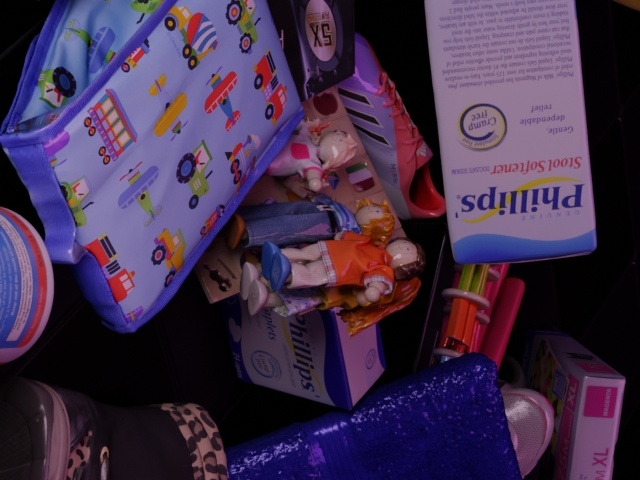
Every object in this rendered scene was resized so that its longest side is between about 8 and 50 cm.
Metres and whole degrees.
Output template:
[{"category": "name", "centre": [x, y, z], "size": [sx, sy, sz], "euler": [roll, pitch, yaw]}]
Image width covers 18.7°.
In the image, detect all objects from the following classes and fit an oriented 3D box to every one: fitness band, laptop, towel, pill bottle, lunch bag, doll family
[{"category": "fitness band", "centre": [0.192, 0.054, 2.249], "size": [0.209, 0.054, 0.291], "euler": [81, 25, -54]}, {"category": "laptop", "centre": [0.118, 0.107, 2.108], "size": [0.264, 0.136, 0.234], "euler": [20, 83, -56]}, {"category": "towel", "centre": [0.053, 0.250, 1.928], "size": [0.308, 0.076, 0.228], "euler": [-23, 132, -5]}, {"category": "pill bottle", "centre": [-0.300, 0.033, 1.367], "size": [0.221, 0.124, 0.124], "euler": [2, 98, -61]}, {"category": "lunch bag", "centre": [-0.143, -0.086, 1.550], "size": [0.221, 0.138, 0.293], "euler": [70, 34, -43]}, {"category": "doll family", "centre": [0.000, 0.000, 1.704], "size": [0.163, 0.263, 0.118], "euler": [-2, 128, -22]}]

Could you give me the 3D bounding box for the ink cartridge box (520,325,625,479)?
[{"category": "ink cartridge box", "centre": [0.298, 0.222, 2.425], "size": [0.311, 0.065, 0.186], "euler": [-126, -138, -78]}]

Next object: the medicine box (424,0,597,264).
[{"category": "medicine box", "centre": [0.197, -0.146, 2.013], "size": [0.263, 0.149, 0.289], "euler": [-67, 150, -76]}]

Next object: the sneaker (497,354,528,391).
[{"category": "sneaker", "centre": [0.176, 0.217, 2.306], "size": [0.271, 0.100, 0.108], "euler": [-33, 119, -59]}]

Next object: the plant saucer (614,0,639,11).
[{"category": "plant saucer", "centre": [0.266, -0.450, 2.115], "size": [0.333, 0.081, 0.333], "euler": [65, 10, -47]}]

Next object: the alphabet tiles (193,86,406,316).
[{"category": "alphabet tiles", "centre": [-0.035, -0.031, 1.774], "size": [0.237, 0.009, 0.198], "euler": [-21, 84, -39]}]

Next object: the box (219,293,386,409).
[{"category": "box", "centre": [-0.018, 0.080, 1.860], "size": [0.072, 0.137, 0.126], "euler": [-47, 138, -41]}]

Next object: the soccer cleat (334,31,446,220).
[{"category": "soccer cleat", "centre": [0.067, -0.117, 1.983], "size": [0.083, 0.095, 0.248], "euler": [-58, 145, -35]}]

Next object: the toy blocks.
[{"category": "toy blocks", "centre": [0.149, 0.090, 2.055], "size": [0.123, 0.054, 0.148], "euler": [75, 29, -74]}]

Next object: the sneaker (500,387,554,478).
[{"category": "sneaker", "centre": [0.150, 0.250, 2.120], "size": [0.252, 0.103, 0.111], "euler": [-36, 173, -3]}]

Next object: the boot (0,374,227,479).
[{"category": "boot", "centre": [-0.206, 0.300, 1.623], "size": [0.284, 0.138, 0.377], "euler": [7, 88, -61]}]

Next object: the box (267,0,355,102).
[{"category": "box", "centre": [-0.045, -0.203, 1.778], "size": [0.180, 0.077, 0.147], "euler": [-32, 127, -53]}]
